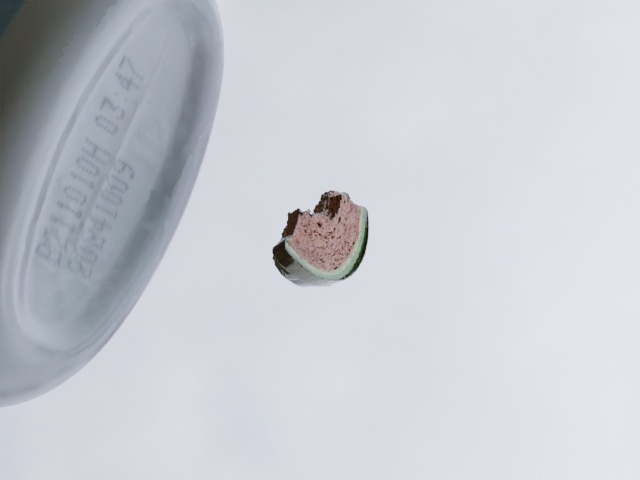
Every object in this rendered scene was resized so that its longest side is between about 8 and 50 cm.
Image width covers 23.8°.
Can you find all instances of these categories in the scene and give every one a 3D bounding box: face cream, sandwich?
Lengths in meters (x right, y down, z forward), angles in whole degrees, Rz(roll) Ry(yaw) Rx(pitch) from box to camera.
[{"bbox_3d":[-0.186,-0.038,0.557,0.336,0.080,0.163,8,-112,40],"label":"face cream"},{"bbox_3d":[0.000,0.002,1.184,0.029,0.135,0.067,-16,-84,32],"label":"sandwich"}]
